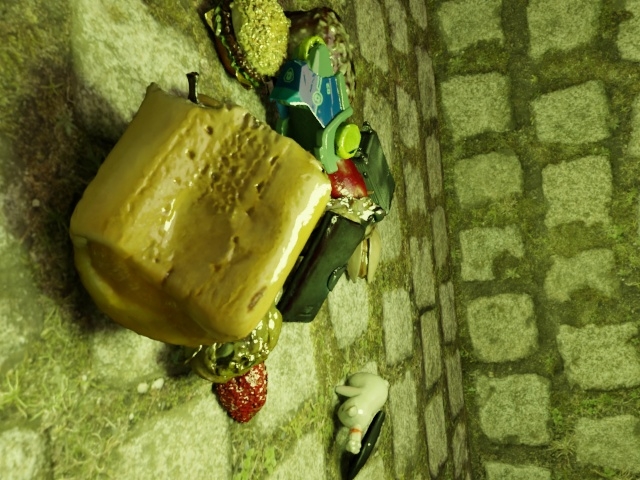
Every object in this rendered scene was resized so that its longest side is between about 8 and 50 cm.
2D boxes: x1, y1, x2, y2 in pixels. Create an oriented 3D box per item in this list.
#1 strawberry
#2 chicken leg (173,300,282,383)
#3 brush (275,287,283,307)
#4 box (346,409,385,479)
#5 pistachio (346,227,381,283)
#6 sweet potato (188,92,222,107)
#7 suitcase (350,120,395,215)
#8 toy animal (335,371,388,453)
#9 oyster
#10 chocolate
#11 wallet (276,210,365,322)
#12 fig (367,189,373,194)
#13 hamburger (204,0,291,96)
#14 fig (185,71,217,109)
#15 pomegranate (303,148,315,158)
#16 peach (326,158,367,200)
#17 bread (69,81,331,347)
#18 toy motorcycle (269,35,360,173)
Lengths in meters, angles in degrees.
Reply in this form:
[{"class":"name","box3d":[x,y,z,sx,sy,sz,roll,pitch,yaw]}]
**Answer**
[{"class":"strawberry","box3d":[-0.166,0.314,1.228,0.140,0.085,0.193,27,63,-62]},{"class":"chicken leg","box3d":[-0.173,0.107,1.188,0.153,0.201,0.430,77,15,-50]},{"class":"brush","box3d":[-0.136,0.235,1.354,0.039,0.042,0.300,31,57,-37]},{"class":"box","box3d":[0.142,0.645,1.722,0.201,0.042,0.213,-46,159,-58]},{"class":"pistachio","box3d":[0.141,0.035,1.854,0.152,0.126,0.223,129,-37,-76]},{"class":"sweet potato","box3d":[-0.228,-0.266,1.241,0.243,0.077,0.077,30,58,-66]},{"class":"suitcase","box3d":[0.158,-0.238,1.932,0.312,0.128,0.202,61,35,-38]},{"class":"toy animal","box3d":[0.105,0.514,1.684,0.282,0.138,0.141,-36,109,-52]},{"class":"oyster","box3d":[0.028,-0.028,1.501,0.360,0.096,0.221,7,116,-45]},{"class":"chocolate","box3d":[-0.005,-0.505,1.575,0.225,0.209,0.340,-52,130,-57]},{"class":"wallet","box3d":[0.000,0.082,1.448,0.172,0.045,0.318,19,103,-52]},{"class":"fig","box3d":[0.084,-0.134,1.765,0.119,0.152,0.119,-57,162,-29]},{"class":"hamburger","box3d":[-0.155,-0.495,1.348,0.262,0.138,0.243,65,32,-32]},{"class":"fig","box3d":[-0.214,-0.217,1.112,0.145,0.170,0.274,49,-14,36]},{"class":"pomegranate","box3d":[-0.084,-0.147,1.377,0.191,0.191,0.192,21,66,-61]},{"class":"peach","box3d":[0.043,-0.141,1.602,0.154,0.158,0.268,-38,103,-49]},{"class":"bread","box3d":[-0.218,-0.020,0.948,0.360,0.250,0.395,30,77,-11]},{"class":"toy motorcycle","box3d":[-0.035,-0.339,1.413,0.200,0.191,0.327,-43,137,-34]}]
